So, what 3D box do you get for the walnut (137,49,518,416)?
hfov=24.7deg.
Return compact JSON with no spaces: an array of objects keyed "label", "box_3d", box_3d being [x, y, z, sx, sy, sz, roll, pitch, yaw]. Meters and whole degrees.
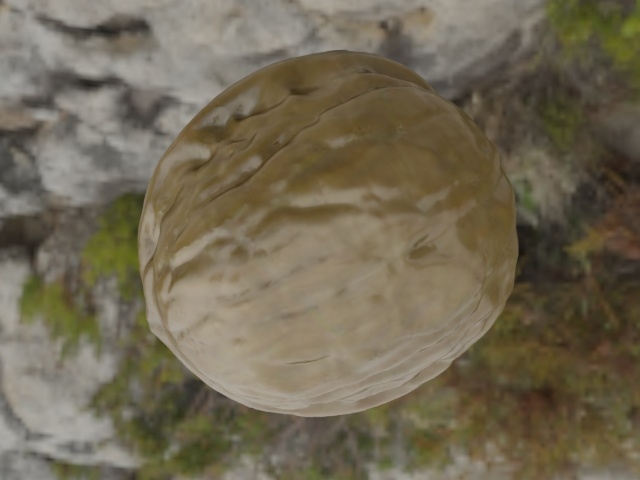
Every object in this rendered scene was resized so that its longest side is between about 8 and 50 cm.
[{"label":"walnut","box_3d":[0.000,0.000,0.801,0.213,0.213,0.213,2,161,1]}]
